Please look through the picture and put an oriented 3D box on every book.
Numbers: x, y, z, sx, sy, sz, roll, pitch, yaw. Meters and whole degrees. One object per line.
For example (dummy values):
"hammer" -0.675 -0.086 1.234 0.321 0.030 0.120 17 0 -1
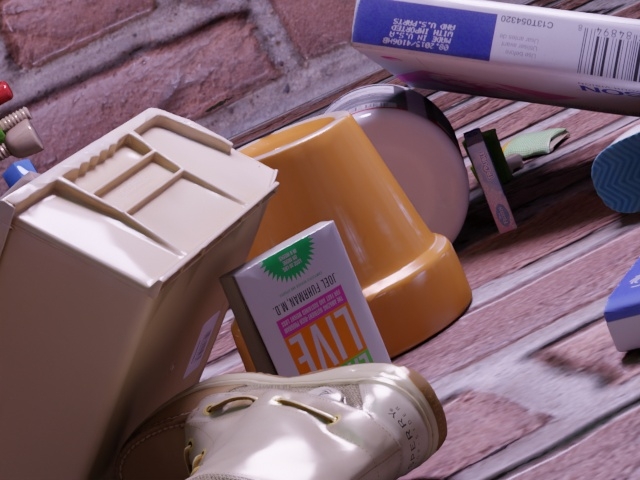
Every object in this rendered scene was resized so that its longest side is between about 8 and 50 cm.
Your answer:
"book" -0.005 0.071 1.385 0.096 0.144 0.035 -29 12 -30

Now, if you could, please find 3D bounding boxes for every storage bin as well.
"storage bin" -0.157 0.067 1.392 0.123 0.262 0.260 26 26 10

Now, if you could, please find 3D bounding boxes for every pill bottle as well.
"pill bottle" 0.063 -0.070 1.903 0.161 0.161 0.283 -22 10 6

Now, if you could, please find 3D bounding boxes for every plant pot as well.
"plant pot" 0.000 0.000 1.609 0.205 0.188 0.205 -22 10 4

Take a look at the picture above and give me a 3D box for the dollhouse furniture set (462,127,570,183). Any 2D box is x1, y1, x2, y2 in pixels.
"dollhouse furniture set" 0.206 -0.109 2.079 0.076 0.059 0.151 -15 13 34

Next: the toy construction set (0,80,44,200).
"toy construction set" -0.381 0.011 2.132 0.237 0.309 0.257 -28 2 0

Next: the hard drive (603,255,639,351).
"hard drive" 0.370 -0.013 1.296 0.318 0.040 0.210 -17 12 30

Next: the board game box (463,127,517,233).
"board game box" 0.163 -0.058 1.827 0.020 0.090 0.090 -21 11 7

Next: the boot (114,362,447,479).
"boot" -0.071 0.166 1.207 0.262 0.095 0.203 -12 16 36

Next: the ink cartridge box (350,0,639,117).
"ink cartridge box" 0.226 -0.166 1.831 0.324 0.071 0.330 9 -3 18

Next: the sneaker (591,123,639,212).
"sneaker" 0.347 -0.093 1.631 0.228 0.087 0.092 -16 9 22
